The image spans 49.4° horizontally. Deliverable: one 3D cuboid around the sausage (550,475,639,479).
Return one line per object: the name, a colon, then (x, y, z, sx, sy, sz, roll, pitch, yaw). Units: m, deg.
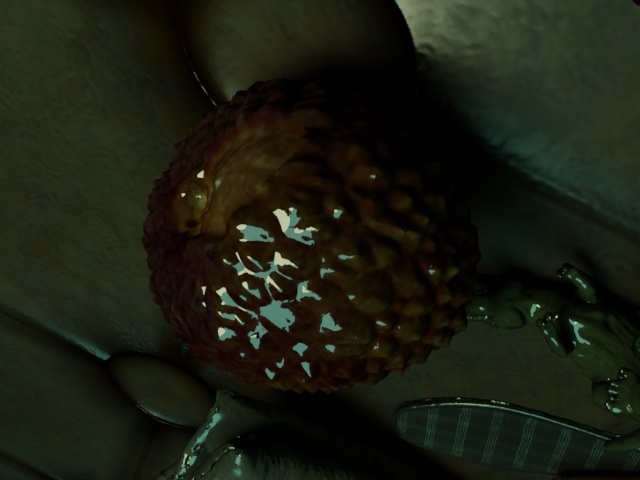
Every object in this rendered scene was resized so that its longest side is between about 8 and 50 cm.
sausage: (0.264, 0.212, 0.574, 0.157, 0.042, 0.036, -12, 89, 33)

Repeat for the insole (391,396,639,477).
insole: (0.213, 0.191, 0.613, 0.309, 0.012, 0.110, 12, 136, 16)

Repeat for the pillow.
pillow: (-0.022, 0.285, 0.676, 0.326, 0.101, 0.228, 29, 115, -28)

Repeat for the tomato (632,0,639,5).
tomato: (0.187, -0.158, 0.207, 0.224, 0.085, 0.225, 12, 139, 10)

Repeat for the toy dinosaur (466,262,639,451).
toy dinosaur: (0.187, 0.074, 0.499, 0.187, 0.087, 0.179, 37, 175, 11)

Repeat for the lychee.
lychee: (0.000, 0.000, 0.404, 0.188, 0.188, 0.188, 14, 138, 13)
